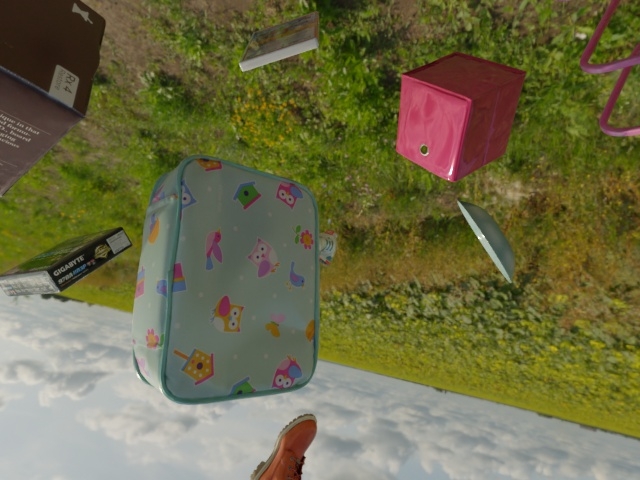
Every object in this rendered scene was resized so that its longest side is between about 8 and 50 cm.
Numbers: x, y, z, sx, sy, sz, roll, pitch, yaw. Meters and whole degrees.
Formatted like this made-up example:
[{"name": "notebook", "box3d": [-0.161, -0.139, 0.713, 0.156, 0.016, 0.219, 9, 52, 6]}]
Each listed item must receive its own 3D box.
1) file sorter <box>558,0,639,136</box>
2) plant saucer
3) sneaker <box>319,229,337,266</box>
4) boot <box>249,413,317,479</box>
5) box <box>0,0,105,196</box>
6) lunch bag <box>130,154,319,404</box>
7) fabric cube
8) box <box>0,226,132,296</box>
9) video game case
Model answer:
[{"name": "file sorter", "box3d": [0.284, -0.253, 0.298, 0.182, 0.202, 0.291, 0, 137, 53]}, {"name": "plant saucer", "box3d": [0.343, -0.008, 0.826, 0.037, 0.195, 0.195, -33, 145, 15]}, {"name": "sneaker", "box3d": [0.000, 0.000, 0.944, 0.057, 0.076, 0.161, 22, 166, 25]}, {"name": "boot", "box3d": [-0.044, 0.359, 0.652, 0.059, 0.158, 0.084, 35, 177, -33]}, {"name": "box", "box3d": [-0.374, -0.186, 0.443, 0.203, 0.169, 0.167, -26, 146, 27]}, {"name": "lunch bag", "box3d": [-0.100, 0.054, 0.507, 0.223, 0.280, 0.107, 10, 168, -42]}, {"name": "fabric cube", "box3d": [0.409, -0.378, 1.240, 0.254, 0.258, 0.258, 41, 149, 37]}, {"name": "box", "box3d": [-0.530, 0.044, 0.853, 0.220, 0.175, 0.051, -7, 115, 32]}, {"name": "video game case", "box3d": [-0.102, -0.541, 1.102, 0.203, 0.285, 0.025, -13, 130, 11]}]
